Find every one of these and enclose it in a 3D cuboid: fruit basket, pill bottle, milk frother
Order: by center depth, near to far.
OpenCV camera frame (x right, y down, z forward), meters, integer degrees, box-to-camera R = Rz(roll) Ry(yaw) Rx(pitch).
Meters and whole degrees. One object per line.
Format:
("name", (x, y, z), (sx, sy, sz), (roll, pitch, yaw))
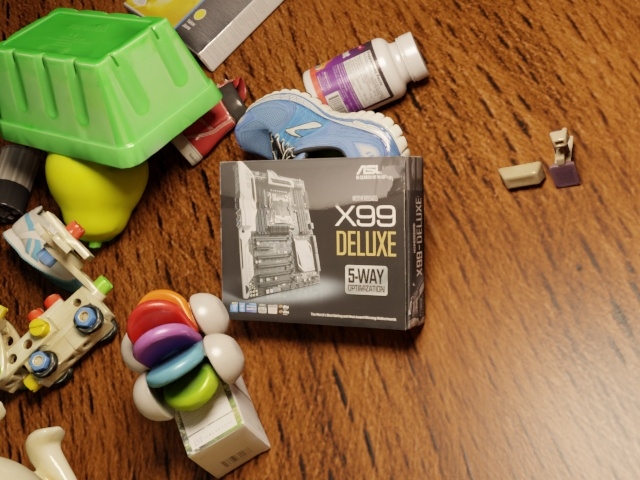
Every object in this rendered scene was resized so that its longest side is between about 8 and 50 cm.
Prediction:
("pill bottle", (0.078, -0.273, 1.534), (0.194, 0.108, 0.108), (-23, 52, 12))
("fruit basket", (-0.374, -0.190, 1.599), (0.392, 0.392, 0.283), (16, 46, 34))
("milk frother", (-0.637, -0.119, 1.777), (0.129, 0.143, 0.134), (-10, 57, 30))

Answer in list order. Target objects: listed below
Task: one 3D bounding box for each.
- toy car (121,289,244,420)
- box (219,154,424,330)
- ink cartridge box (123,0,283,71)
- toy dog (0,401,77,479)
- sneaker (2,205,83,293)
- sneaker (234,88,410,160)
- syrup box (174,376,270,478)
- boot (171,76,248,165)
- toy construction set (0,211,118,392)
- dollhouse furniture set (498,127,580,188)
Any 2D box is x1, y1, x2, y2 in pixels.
("toy car", (-0.205, 0.145, 1.260), (0.159, 0.136, 0.182), (-29, 51, 4))
("box", (0.000, 0.000, 1.341), (0.308, 0.076, 0.242), (2, 94, 28))
("ink cartridge box", (-0.210, -0.521, 1.874), (0.307, 0.072, 0.304), (-48, 50, -6))
("toy dog", (-0.479, 0.425, 1.289), (0.408, 0.285, 0.395), (19, 87, 36))
("sneaker", (-0.487, 0.014, 1.651), (0.092, 0.087, 0.229), (-46, 53, -10))
("sneaker", (-0.026, -0.148, 1.464), (0.330, 0.129, 0.147), (15, 47, 40))
("syrup box", (-0.168, 0.216, 1.346), (0.093, 0.096, 0.236), (-31, 50, 3))
("boot", (-0.238, -0.268, 1.712), (0.176, 0.088, 0.244), (-42, 58, -4))
("toy construction set", (-0.468, 0.120, 1.518), (0.215, 0.151, 0.327), (44, 100, 23))
("dollhouse furniture set", (0.316, -0.132, 1.347), (0.114, 0.091, 0.081), (-9, 40, 25))
